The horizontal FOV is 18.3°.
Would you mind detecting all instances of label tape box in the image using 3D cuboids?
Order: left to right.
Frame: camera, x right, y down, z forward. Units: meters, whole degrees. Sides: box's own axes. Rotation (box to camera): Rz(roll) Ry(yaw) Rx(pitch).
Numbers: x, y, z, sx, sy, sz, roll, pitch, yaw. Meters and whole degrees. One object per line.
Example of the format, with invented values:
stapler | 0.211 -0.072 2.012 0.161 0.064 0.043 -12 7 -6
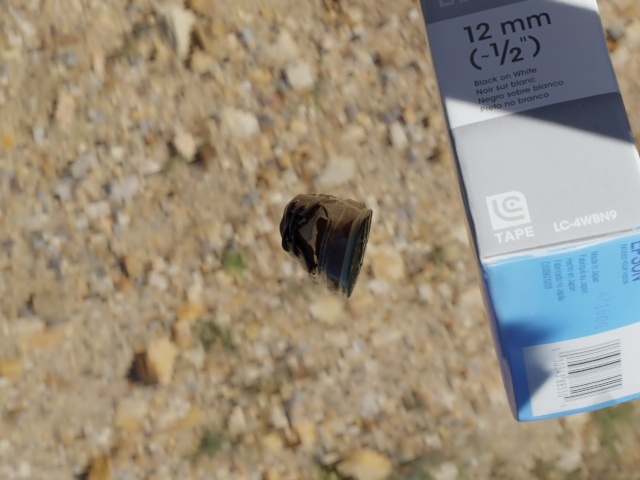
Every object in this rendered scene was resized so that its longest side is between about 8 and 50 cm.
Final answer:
label tape box | 0.132 -0.091 1.289 0.115 0.348 0.249 -11 152 5

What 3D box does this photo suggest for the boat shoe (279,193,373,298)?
boat shoe | 0.000 0.000 1.375 0.060 0.178 0.064 14 96 -3
